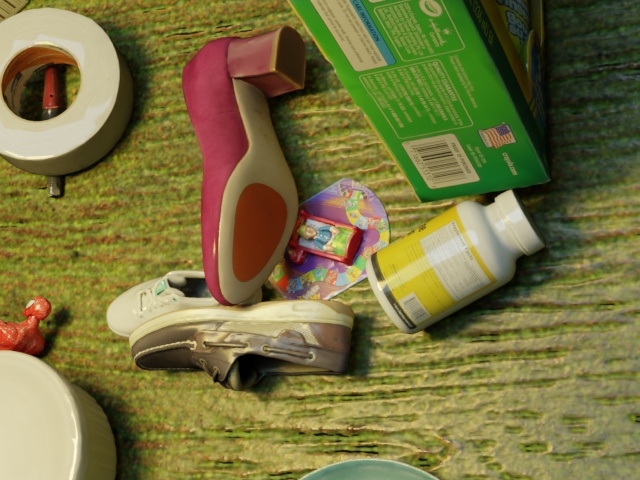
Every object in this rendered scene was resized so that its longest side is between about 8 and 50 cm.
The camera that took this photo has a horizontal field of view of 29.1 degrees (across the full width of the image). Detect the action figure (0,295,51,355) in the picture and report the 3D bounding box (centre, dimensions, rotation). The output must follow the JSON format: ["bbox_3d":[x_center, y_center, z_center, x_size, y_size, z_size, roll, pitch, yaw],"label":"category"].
[{"bbox_3d":[-0.469,0.151,1.625,0.280,0.091,0.139,-42,62,9],"label":"action figure"}]

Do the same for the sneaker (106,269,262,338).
[{"bbox_3d":[-0.184,0.068,1.514,0.212,0.094,0.080,-13,69,22],"label":"sneaker"}]

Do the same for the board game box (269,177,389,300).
[{"bbox_3d":[0.000,0.000,1.484,0.169,0.033,0.133,-31,62,14],"label":"board game box"}]

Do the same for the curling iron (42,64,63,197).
[{"bbox_3d":[-0.363,-0.192,1.721,0.068,0.035,0.274,-5,71,24],"label":"curling iron"}]

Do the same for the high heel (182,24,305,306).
[{"bbox_3d":[-0.122,-0.085,1.515,0.181,0.127,0.377,-12,54,38],"label":"high heel"}]

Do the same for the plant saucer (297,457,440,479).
[{"bbox_3d":[0.052,0.395,1.321,0.318,0.044,0.317,-8,69,23],"label":"plant saucer"}]

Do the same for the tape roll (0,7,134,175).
[{"bbox_3d":[-0.367,-0.202,1.671,0.219,0.072,0.219,-2,76,6],"label":"tape roll"}]

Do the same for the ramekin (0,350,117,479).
[{"bbox_3d":[-0.375,0.278,1.517,0.273,0.127,0.273,-8,70,22],"label":"ramekin"}]

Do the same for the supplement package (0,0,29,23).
[{"bbox_3d":[-0.588,-0.414,1.772,0.145,0.262,0.204,-42,60,7],"label":"supplement package"}]

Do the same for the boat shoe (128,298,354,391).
[{"bbox_3d":[-0.097,0.130,1.450,0.285,0.103,0.092,-8,65,17],"label":"boat shoe"}]

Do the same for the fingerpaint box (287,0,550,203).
[{"bbox_3d":[0.107,-0.314,1.265,0.163,0.445,0.371,-9,56,22],"label":"fingerpaint box"}]

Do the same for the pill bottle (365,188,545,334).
[{"bbox_3d":[0.150,0.020,1.365,0.184,0.103,0.103,-30,63,13],"label":"pill bottle"}]
